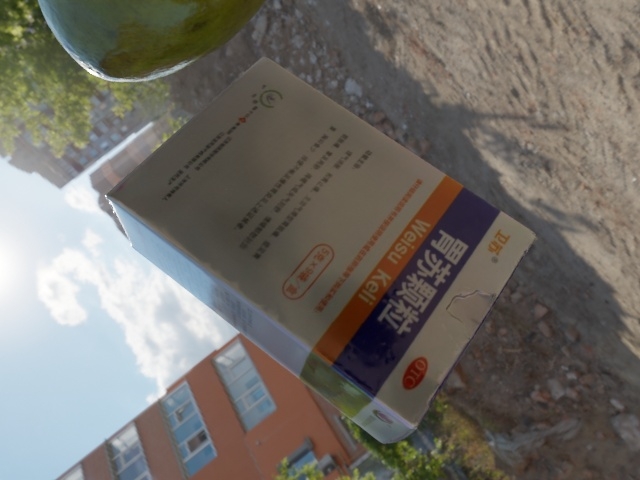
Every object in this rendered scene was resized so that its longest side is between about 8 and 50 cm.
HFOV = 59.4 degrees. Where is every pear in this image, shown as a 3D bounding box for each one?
[{"bbox_3d":[-0.175,-0.320,0.607,0.252,0.307,0.253,22,-134,-25],"label":"pear"}]

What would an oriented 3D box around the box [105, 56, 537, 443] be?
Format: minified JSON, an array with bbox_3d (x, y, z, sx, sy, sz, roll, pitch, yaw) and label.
[{"bbox_3d":[0.000,0.000,0.493,0.299,0.200,0.106,35,155,11],"label":"box"}]
